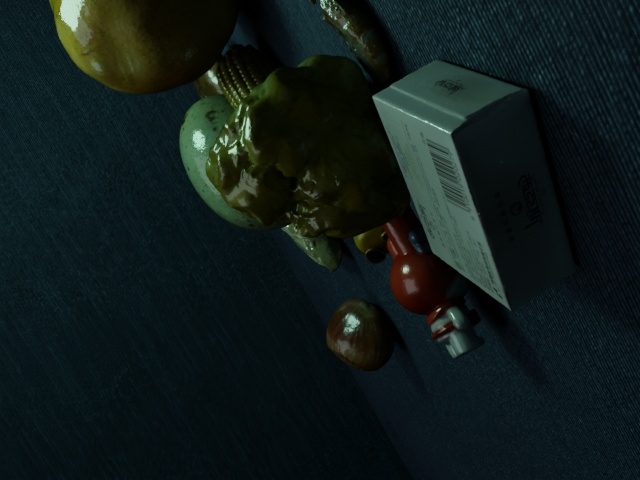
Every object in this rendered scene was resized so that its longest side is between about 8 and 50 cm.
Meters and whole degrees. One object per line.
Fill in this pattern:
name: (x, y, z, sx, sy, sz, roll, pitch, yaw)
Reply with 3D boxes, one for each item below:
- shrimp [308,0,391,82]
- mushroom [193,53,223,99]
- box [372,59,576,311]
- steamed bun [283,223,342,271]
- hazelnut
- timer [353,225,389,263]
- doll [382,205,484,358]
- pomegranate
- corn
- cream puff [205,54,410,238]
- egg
shrimp: (0.040, -0.307, 1.123, 0.187, 0.051, 0.132, 55, 170, 4)
mushroom: (-0.252, -0.411, 2.032, 0.278, 0.146, 0.278, 54, 177, 5)
box: (0.187, -0.071, 0.926, 0.260, 0.111, 0.194, 62, 171, -31)
steamed bun: (-0.022, -0.020, 2.168, 0.212, 0.110, 0.231, 44, 174, -23)
hazelnut: (0.118, 0.265, 2.169, 0.214, 0.176, 0.214, 17, 120, 32)
timer: (0.114, -0.025, 1.477, 0.107, 0.107, 0.109, 69, -176, -47)
doll: (0.185, 0.064, 1.309, 0.290, 0.129, 0.161, 63, 174, 13)
pomegranate: (-0.373, -0.524, 1.584, 0.417, 0.416, 0.417, 56, 170, 15)
corn: (-0.108, -0.287, 1.689, 0.387, 0.144, 0.144, 57, 170, 23)
cream puff: (0.004, -0.112, 1.183, 0.257, 0.291, 0.324, 47, 180, 13)
egg: (-0.183, -0.192, 1.878, 0.379, 0.287, 0.287, 46, 172, -9)
